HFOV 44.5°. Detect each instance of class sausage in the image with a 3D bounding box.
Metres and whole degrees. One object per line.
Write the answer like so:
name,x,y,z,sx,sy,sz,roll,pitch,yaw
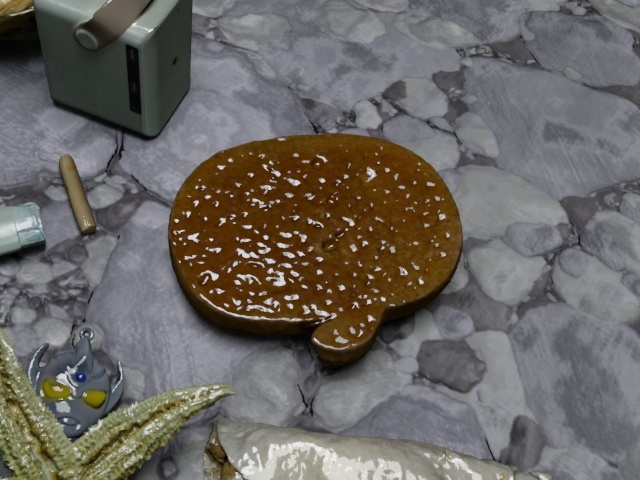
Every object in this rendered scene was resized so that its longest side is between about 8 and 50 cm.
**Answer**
sausage,-0.329,-0.065,1.052,0.024,0.024,0.132,-16,60,-21

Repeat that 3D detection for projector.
projector,-0.280,-0.288,1.086,0.177,0.242,0.163,20,56,2

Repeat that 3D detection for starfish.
starfish,-0.244,0.262,0.767,0.358,0.078,0.347,28,55,-7

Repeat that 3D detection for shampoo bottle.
shampoo bottle,-0.450,0.005,0.963,0.212,0.049,0.072,-13,56,-19

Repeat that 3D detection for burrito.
burrito,0.063,0.273,0.859,0.392,0.076,0.117,10,61,-1

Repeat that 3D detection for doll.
doll,-0.278,0.186,0.862,0.104,0.062,0.194,8,61,-4

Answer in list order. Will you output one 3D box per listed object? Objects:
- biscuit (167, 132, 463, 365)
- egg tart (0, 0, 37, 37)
biscuit,-0.001,0.005,1.039,0.394,0.070,0.350,-1,58,-11
egg tart,-0.467,-0.380,1.181,0.279,0.095,0.279,-6,43,6
